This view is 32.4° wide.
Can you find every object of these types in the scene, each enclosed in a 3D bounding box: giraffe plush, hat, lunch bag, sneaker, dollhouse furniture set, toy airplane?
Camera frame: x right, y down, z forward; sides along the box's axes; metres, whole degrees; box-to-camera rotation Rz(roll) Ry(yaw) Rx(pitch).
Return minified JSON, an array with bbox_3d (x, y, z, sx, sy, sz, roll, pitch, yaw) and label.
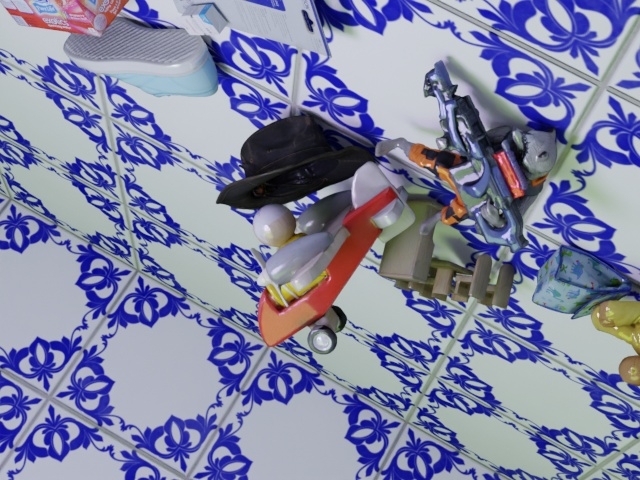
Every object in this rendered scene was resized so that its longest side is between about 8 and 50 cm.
[{"bbox_3d":[0.603,0.199,2.002,0.210,0.170,0.181,-4,170,32],"label":"giraffe plush"},{"bbox_3d":[-0.061,-0.168,2.182,0.331,0.133,0.331,-14,169,-3],"label":"hat"},{"bbox_3d":[0.496,0.089,2.087,0.151,0.096,0.129,17,155,-4],"label":"lunch bag"},{"bbox_3d":[-0.363,-0.348,2.220,0.366,0.135,0.150,17,150,33],"label":"sneaker"},{"bbox_3d":[0.252,0.028,2.264,0.242,0.161,0.212,21,169,-40],"label":"dollhouse furniture set"},{"bbox_3d":[0.000,0.000,2.157,0.272,0.384,0.386,32,155,1],"label":"toy airplane"}]

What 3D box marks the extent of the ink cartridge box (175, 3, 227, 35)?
[{"bbox_3d":[-0.209,-0.386,1.924,0.083,0.028,0.048,8,148,45],"label":"ink cartridge box"}]

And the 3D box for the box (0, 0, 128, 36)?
[{"bbox_3d":[-0.506,-0.490,2.124,0.257,0.122,0.128,14,152,36],"label":"box"}]

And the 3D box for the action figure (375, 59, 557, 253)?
[{"bbox_3d":[0.256,-0.155,1.877,0.330,0.178,0.341,-5,110,46],"label":"action figure"}]

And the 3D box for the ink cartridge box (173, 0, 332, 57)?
[{"bbox_3d":[-0.122,-0.421,1.857,0.333,0.065,0.165,22,156,25],"label":"ink cartridge box"}]
